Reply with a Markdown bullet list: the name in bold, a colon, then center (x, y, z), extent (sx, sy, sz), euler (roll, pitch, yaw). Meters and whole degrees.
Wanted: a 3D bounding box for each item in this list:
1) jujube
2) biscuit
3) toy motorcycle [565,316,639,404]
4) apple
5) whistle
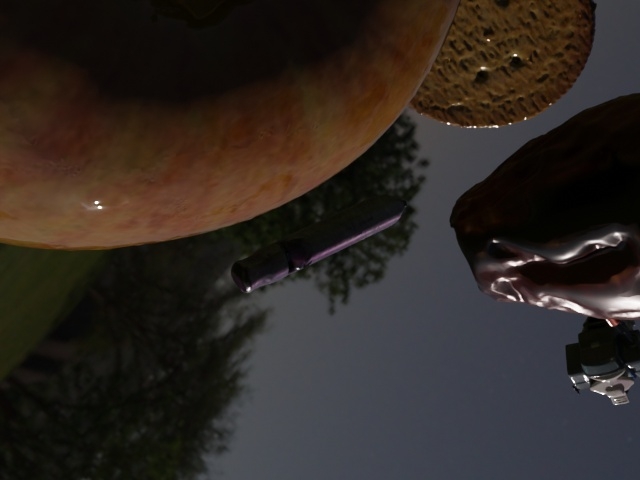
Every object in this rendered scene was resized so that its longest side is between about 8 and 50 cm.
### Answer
- **jujube**: center (0.212, -0.016, 0.800), extent (0.236, 0.168, 0.168), euler (-15, -157, 23)
- **biscuit**: center (0.207, -0.279, 1.458), extent (0.305, 0.305, 0.038), euler (-44, -161, 33)
- **toy motorcycle**: center (0.295, 0.056, 1.182), extent (0.102, 0.150, 0.221), euler (-15, -127, 24)
- **apple**: center (-0.115, -0.194, 0.575), extent (0.400, 0.400, 0.333), euler (-49, -148, -3)
- **whistle**: center (0.000, 0.000, 0.970), extent (0.176, 0.033, 0.033), euler (-26, 176, -29)
